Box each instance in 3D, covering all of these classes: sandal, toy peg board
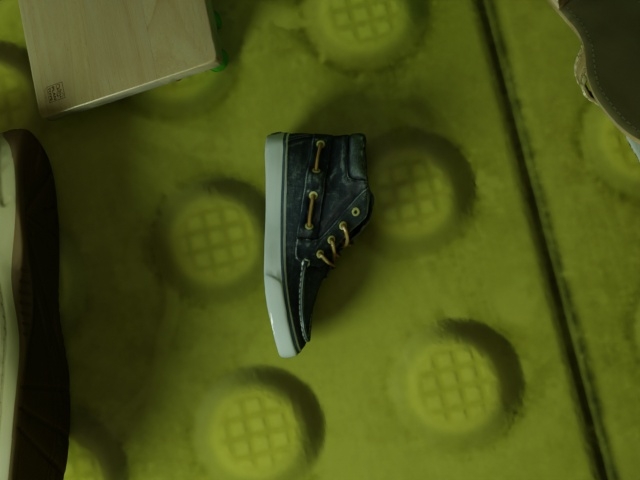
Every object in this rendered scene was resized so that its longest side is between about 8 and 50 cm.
[{"bbox_3d":[0.239,-0.143,1.431,0.088,0.079,0.240,-23,54,-2],"label":"sandal"},{"bbox_3d":[-0.156,-0.189,1.485,0.161,0.079,0.161,-17,75,18],"label":"toy peg board"}]

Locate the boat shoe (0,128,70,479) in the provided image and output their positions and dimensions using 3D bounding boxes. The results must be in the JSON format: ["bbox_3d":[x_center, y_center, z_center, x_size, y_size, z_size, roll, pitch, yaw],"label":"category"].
[{"bbox_3d":[-0.266,0.081,1.411,0.110,0.121,0.341,-8,67,8],"label":"boat shoe"}]

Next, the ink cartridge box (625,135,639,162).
[{"bbox_3d":[0.408,-0.031,1.394,0.275,0.060,0.239,-25,70,0],"label":"ink cartridge box"}]

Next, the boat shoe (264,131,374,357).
[{"bbox_3d":[0.000,0.000,1.422,0.083,0.065,0.183,-3,76,6],"label":"boat shoe"}]
